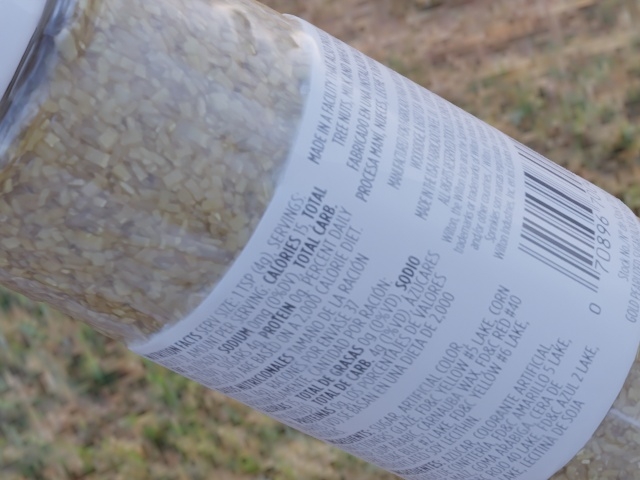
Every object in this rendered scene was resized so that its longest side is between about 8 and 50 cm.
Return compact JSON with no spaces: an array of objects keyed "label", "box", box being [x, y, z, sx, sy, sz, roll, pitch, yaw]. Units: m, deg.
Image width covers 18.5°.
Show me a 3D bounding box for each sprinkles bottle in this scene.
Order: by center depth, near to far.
[{"label":"sprinkles bottle","box":[0.000,0.000,0.624,0.121,0.355,0.121,-44,30,35]}]
